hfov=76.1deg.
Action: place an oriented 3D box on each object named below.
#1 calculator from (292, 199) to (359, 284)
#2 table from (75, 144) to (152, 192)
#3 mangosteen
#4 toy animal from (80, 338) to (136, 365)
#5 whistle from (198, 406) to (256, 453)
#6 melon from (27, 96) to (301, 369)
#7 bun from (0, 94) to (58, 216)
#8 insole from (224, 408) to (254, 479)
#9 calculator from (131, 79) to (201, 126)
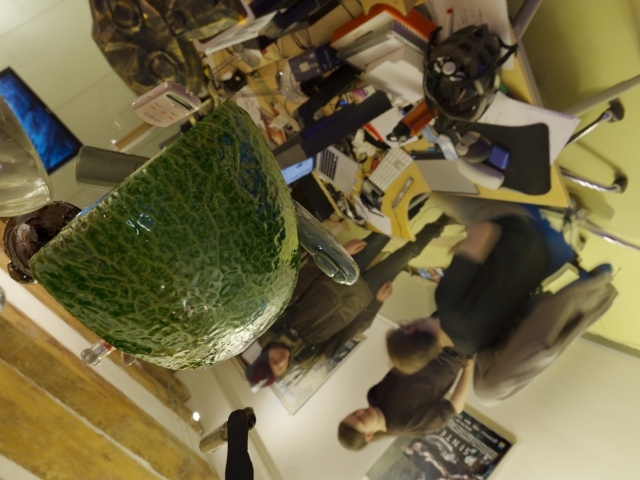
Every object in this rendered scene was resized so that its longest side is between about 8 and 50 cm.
[{"bbox_3d":[0.000,0.000,0.804,0.185,0.041,0.299,43,-173,-20],"label":"calculator"},{"bbox_3d":[-0.582,-0.198,1.209,0.220,0.126,0.126,8,172,-13],"label":"table"},{"bbox_3d":[-0.620,0.006,0.943,0.210,0.210,0.210,43,165,15],"label":"mangosteen"},{"bbox_3d":[-0.385,0.151,0.887,0.140,0.282,0.138,6,120,42],"label":"toy animal"},{"bbox_3d":[-0.273,0.561,1.192,0.057,0.068,0.326,54,134,13],"label":"whistle"},{"bbox_3d":[-0.162,0.032,0.602,0.226,0.331,0.343,0,137,49],"label":"melon"},{"bbox_3d":[-0.541,-0.134,0.591,0.263,0.175,0.263,30,139,30],"label":"bun"},{"bbox_3d":[-0.167,0.444,0.838,0.004,0.064,0.188,-14,77,53],"label":"insole"},{"bbox_3d":[-0.363,-0.321,0.967,0.175,0.032,0.100,-13,159,32],"label":"calculator"}]
